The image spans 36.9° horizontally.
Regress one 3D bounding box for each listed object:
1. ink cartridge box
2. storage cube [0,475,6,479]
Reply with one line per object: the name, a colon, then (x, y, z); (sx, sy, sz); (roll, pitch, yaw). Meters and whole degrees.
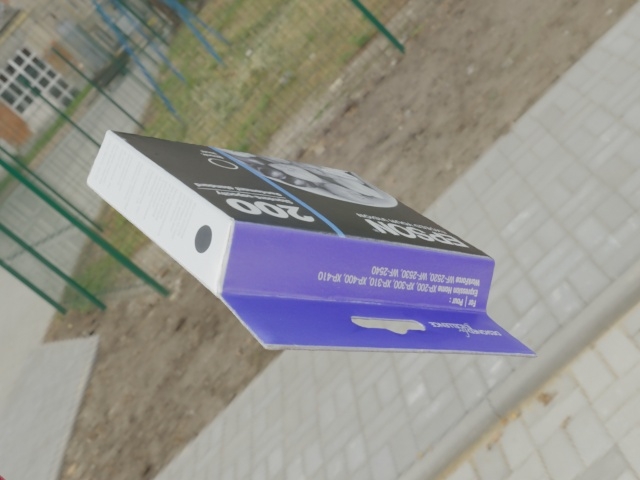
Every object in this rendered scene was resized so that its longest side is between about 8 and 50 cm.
ink cartridge box: (0.000, 0.000, 0.563); (0.208, 0.206, 0.045); (37, 112, 45)
storage cube: (-0.305, 0.254, 0.698); (0.193, 0.215, 0.183); (-51, -20, -17)
